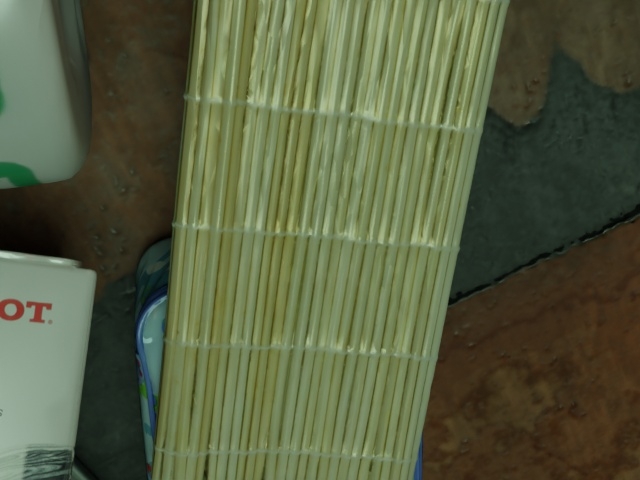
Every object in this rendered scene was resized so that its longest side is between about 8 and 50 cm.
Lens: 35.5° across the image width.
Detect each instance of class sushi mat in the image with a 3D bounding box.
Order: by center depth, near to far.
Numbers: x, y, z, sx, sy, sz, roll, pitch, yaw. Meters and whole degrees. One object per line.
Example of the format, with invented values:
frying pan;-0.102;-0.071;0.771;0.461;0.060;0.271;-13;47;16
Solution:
sushi mat;0.000;0.000;0.511;0.151;0.019;0.316;2;113;-14

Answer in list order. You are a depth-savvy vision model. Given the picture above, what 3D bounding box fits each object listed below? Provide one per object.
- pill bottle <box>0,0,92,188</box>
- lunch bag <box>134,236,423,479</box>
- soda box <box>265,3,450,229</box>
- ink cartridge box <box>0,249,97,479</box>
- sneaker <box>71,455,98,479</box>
pill bottle;-0.288;-0.106;0.407;0.361;0.204;0.204;-7;114;-9
lunch bag;-0.021;0.097;0.611;0.176;0.090;0.219;-5;115;-12
soda box;0.030;-0.153;0.511;0.098;0.091;0.286;4;112;-14
ink cartridge box;-0.216;0.118;0.496;0.172;0.100;0.237;8;85;-20
sneaker;-0.180;0.187;0.599;0.290;0.123;0.106;36;104;-21
